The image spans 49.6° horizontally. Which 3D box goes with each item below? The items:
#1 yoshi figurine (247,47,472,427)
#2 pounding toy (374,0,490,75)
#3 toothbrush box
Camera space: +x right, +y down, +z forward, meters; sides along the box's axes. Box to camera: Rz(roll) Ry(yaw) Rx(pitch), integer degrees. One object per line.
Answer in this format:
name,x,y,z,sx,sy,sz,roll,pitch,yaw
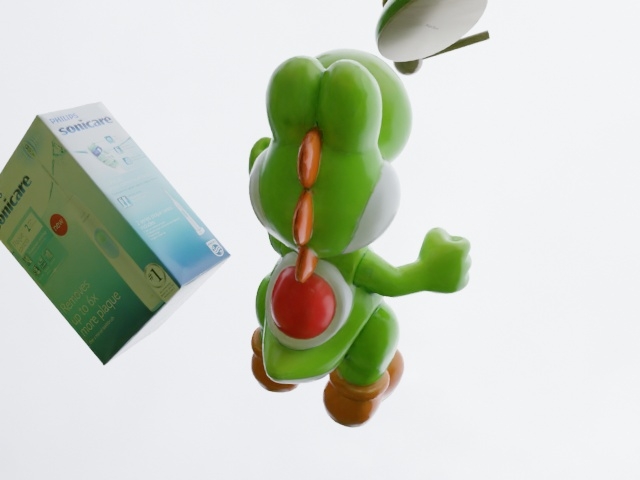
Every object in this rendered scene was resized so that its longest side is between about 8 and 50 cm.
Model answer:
yoshi figurine,0.019,-0.014,0.622,0.203,0.203,0.362,-14,-46,-16
pounding toy,0.162,-0.372,1.097,0.182,0.237,0.110,-25,-106,13
toothbrush box,-0.309,-0.011,0.980,0.216,0.126,0.296,-41,-93,32
